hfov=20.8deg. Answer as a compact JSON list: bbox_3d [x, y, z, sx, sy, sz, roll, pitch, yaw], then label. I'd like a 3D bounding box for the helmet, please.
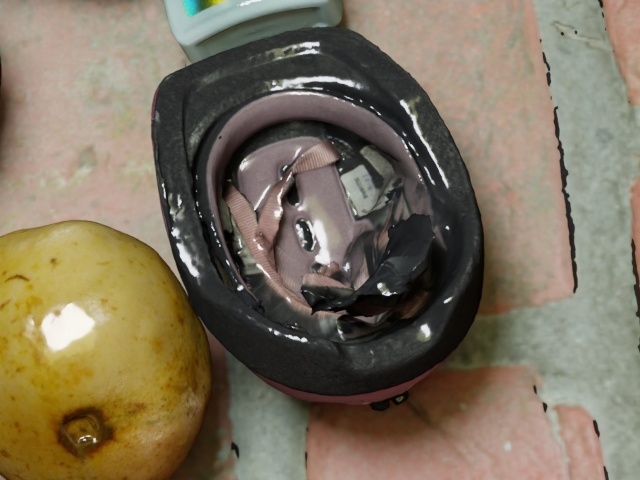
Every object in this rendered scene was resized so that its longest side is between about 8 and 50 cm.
[{"bbox_3d":[0.000,0.000,1.138,0.198,0.154,0.253,-20,50,-13],"label":"helmet"}]

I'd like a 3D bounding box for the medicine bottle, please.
[{"bbox_3d":[-0.067,-0.247,1.267,0.121,0.083,0.229,-17,70,7],"label":"medicine bottle"}]

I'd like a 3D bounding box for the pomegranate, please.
[{"bbox_3d":[-0.154,0.071,1.112,0.196,0.196,0.196,-2,70,5],"label":"pomegranate"}]
